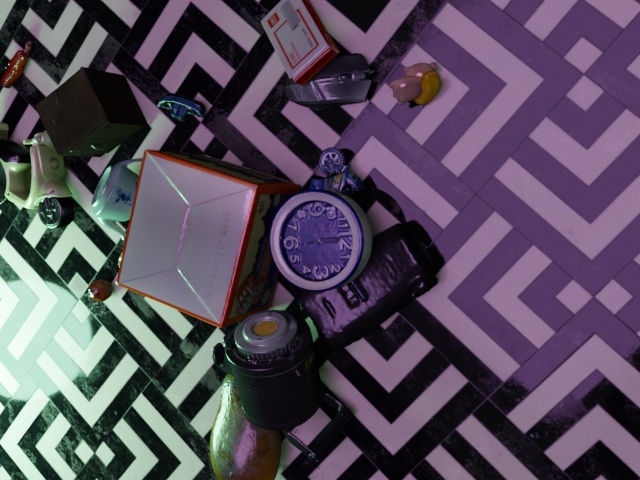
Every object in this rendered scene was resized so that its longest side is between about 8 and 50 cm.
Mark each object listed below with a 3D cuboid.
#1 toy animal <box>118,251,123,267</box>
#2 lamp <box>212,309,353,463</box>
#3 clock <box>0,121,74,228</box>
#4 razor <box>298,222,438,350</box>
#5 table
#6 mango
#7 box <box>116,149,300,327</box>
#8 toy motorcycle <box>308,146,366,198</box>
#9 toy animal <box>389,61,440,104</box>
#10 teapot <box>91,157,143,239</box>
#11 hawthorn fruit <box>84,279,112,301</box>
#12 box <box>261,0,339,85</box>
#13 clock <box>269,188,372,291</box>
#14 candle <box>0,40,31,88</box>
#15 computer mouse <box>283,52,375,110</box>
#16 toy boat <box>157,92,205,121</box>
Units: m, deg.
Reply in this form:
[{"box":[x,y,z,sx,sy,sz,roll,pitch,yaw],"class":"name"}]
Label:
[{"box":[-0.479,-0.002,1.835,0.104,0.184,0.185,15,82,-19],"class":"toy animal"},{"box":[-0.099,0.305,1.596,0.374,0.205,0.272,31,139,19],"class":"lamp"},{"box":[-0.866,-0.204,1.968,0.379,0.120,0.276,16,106,21],"class":"clock"},{"box":[0.109,0.110,1.584,0.327,0.107,0.189,-36,79,22],"class":"razor"},{"box":[-0.612,-0.331,1.814,0.193,0.169,0.172,-28,84,22],"class":"table"},{"box":[-0.194,0.497,1.742,0.193,0.146,0.316,-9,78,23],"class":"mango"},{"box":[-0.269,-0.016,1.654,0.319,0.257,0.348,18,101,19],"class":"box"},{"box":[0.028,-0.089,1.609,0.136,0.092,0.254,22,102,19],"class":"toy motorcycle"},{"box":[0.214,-0.354,1.517,0.115,0.091,0.081,-17,60,11],"class":"toy animal"},{"box":[-0.525,-0.121,1.826,0.159,0.159,0.231,31,96,17],"class":"teapot"},{"box":[-0.638,0.143,1.910,0.067,0.103,0.066,-2,86,26],"class":"hawthorn fruit"},{"box":[-0.050,-0.475,1.580,0.123,0.050,0.229,-38,57,23],"class":"box"},{"box":[0.000,0.000,1.530,0.231,0.083,0.230,0,91,23],"class":"clock"},{"box":[-0.891,-0.520,1.988,0.053,0.048,0.162,36,111,-21],"class":"candle"},{"box":[0.015,-0.376,1.595,0.231,0.071,0.126,-1,95,22],"class":"computer mouse"},{"box":[-0.366,-0.346,1.766,0.137,0.060,0.060,21,82,16],"class":"toy boat"}]
